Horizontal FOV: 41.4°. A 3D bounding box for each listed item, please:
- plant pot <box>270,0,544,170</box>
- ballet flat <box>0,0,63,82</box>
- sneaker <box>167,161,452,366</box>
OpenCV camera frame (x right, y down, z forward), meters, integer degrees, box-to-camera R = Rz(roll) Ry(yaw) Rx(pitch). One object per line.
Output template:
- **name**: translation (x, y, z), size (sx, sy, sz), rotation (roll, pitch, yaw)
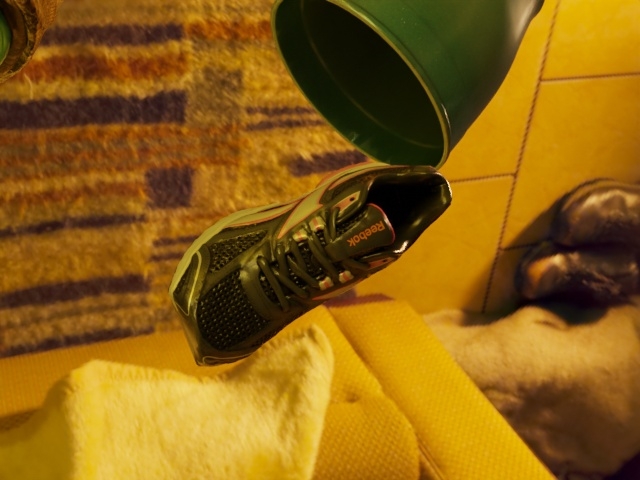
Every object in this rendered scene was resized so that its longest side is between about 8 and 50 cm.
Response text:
- **plant pot**: translation (0.123, -0.263, 1.017), size (0.255, 0.272, 0.271), rotation (-46, 132, -16)
- **ballet flat**: translation (-0.230, -0.240, 0.612), size (0.182, 0.483, 0.164), rotation (-43, 100, -21)
- **sneaker**: translation (0.000, 0.000, 0.454), size (0.178, 0.077, 0.072), rotation (-39, 105, -30)
